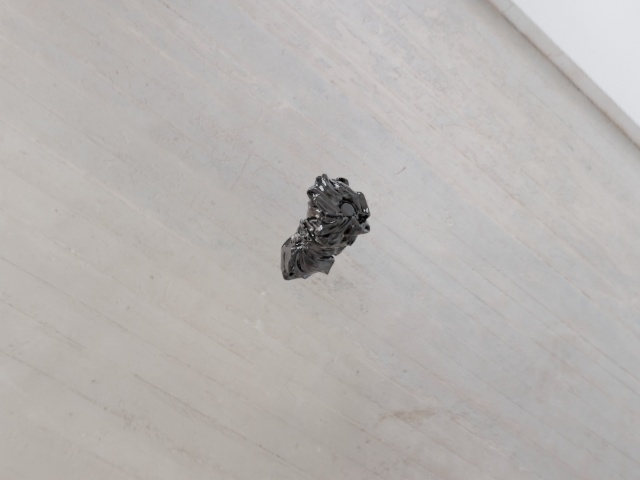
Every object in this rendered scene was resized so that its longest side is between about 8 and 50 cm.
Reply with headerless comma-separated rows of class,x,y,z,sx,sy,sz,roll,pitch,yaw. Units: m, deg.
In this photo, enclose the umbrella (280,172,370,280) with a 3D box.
umbrella,0.001,-0.001,0.682,0.110,0.272,0.122,35,62,3
